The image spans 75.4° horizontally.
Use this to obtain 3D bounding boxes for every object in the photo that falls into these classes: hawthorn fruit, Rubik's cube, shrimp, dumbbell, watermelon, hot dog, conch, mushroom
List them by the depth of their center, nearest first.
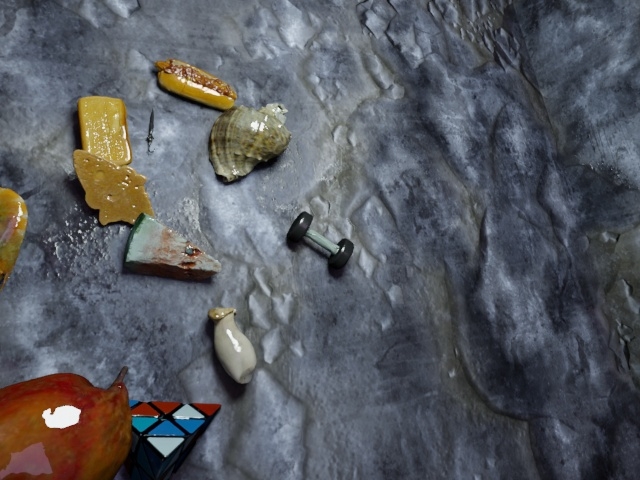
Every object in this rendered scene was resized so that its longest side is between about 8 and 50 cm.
[{"bbox_3d":[-0.537,0.415,0.794,0.325,0.308,0.308,-4,77,-28],"label":"hawthorn fruit"},{"bbox_3d":[-0.747,-0.002,0.933,0.150,0.068,0.248,-2,80,-13],"label":"shrimp"},{"bbox_3d":[-0.355,0.434,0.998,0.250,0.284,0.234,39,36,27],"label":"Rubik's cube"},{"bbox_3d":[-0.378,0.040,1.077,0.241,0.094,0.154,22,88,-22],"label":"watermelon"},{"bbox_3d":[-0.228,0.269,1.082,0.097,0.088,0.212,-16,76,-36],"label":"mushroom"},{"bbox_3d":[-0.204,-0.311,1.214,0.210,0.159,0.291,40,65,-11],"label":"conch"},{"bbox_3d":[-0.370,-0.466,1.230,0.249,0.076,0.102,19,72,-19],"label":"hot dog"},{"bbox_3d":[0.000,0.000,1.252,0.191,0.100,0.100,34,65,-13],"label":"dumbbell"}]

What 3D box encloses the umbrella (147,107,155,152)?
[{"bbox_3d":[-0.480,-0.313,1.172,0.022,0.022,0.148,-8,71,-2],"label":"umbrella"}]

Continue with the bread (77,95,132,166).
[{"bbox_3d":[-0.567,-0.278,1.089,0.116,0.077,0.200,-7,80,-27],"label":"bread"}]

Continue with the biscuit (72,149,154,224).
[{"bbox_3d":[-0.525,-0.128,1.056,0.162,0.035,0.250,-43,117,-12],"label":"biscuit"}]
